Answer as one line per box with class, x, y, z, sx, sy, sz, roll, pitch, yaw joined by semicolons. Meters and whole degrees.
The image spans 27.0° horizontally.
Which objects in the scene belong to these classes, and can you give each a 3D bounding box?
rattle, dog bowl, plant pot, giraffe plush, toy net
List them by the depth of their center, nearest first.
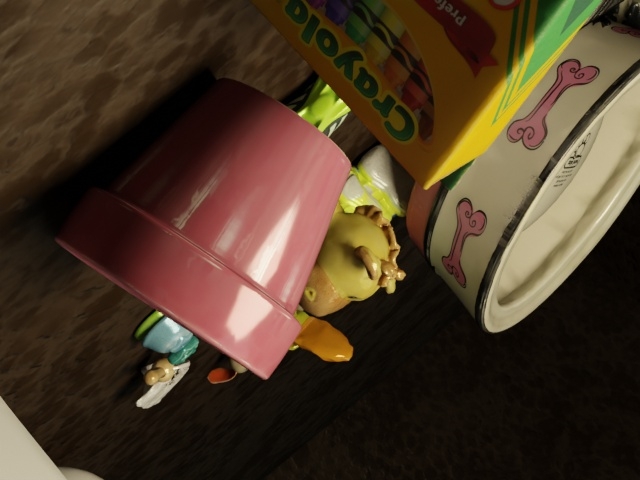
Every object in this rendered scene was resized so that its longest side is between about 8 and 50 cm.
plant pot;-0.077;-0.019;1.046;0.180;0.201;0.201;-57;170;-7
giraffe plush;0.000;0.000;1.354;0.210;0.170;0.181;-50;166;31
toy net;-0.171;0.124;1.559;0.122;0.045;0.232;-38;169;-31
dog bowl;0.263;-0.094;1.584;0.408;0.150;0.408;-42;157;-23
rattle;-0.055;0.166;1.860;0.200;0.142;0.130;-55;-178;24

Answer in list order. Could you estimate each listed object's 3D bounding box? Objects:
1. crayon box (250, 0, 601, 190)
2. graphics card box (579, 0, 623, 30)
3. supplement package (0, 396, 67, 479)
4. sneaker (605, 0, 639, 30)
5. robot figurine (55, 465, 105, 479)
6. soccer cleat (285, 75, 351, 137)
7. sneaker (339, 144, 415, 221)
crayon box;0.073;-0.178;0.893;0.081;0.202;0.318;-32;164;-38
graphics card box;0.224;-0.270;1.323;0.371;0.094;0.233;-34;165;-32
supplement package;-0.326;0.226;1.015;0.145;0.204;0.262;-45;168;16
sneaker;0.391;-0.322;1.655;0.122;0.110;0.283;-47;178;-42
robot figurine;-0.322;0.394;1.626;0.300;0.200;0.353;-18;161;-18
soccer cleat;-0.018;-0.101;1.221;0.179;0.060;0.072;-43;170;-14
sneaker;0.033;-0.039;1.588;0.240;0.091;0.126;-33;-177;-39
